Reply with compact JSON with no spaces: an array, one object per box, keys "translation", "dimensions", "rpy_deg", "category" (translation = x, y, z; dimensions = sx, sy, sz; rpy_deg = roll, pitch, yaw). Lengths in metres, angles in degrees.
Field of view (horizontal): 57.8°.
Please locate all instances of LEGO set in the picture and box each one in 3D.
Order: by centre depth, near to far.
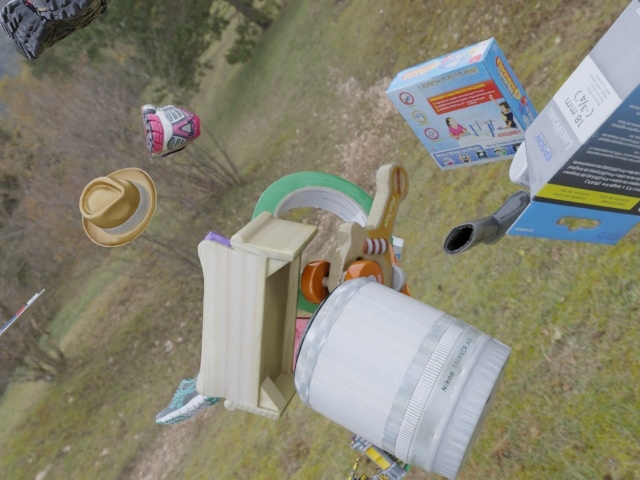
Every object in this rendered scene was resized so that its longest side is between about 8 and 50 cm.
[{"translation":[0.172,0.594,1.736],"dimensions":[0.331,0.192,0.255],"rpy_deg":[-41,-11,-43],"category":"LEGO set"}]

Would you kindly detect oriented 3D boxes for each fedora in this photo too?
[{"translation":[-0.441,-0.080,1.223],"dimensions":[0.194,0.079,0.195],"rpy_deg":[-6,73,19],"category":"fedora"}]

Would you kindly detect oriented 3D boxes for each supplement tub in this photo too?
[{"translation":[0.527,-0.147,1.275],"dimensions":[0.117,0.190,0.117],"rpy_deg":[-157,90,-87],"category":"supplement tub"}]

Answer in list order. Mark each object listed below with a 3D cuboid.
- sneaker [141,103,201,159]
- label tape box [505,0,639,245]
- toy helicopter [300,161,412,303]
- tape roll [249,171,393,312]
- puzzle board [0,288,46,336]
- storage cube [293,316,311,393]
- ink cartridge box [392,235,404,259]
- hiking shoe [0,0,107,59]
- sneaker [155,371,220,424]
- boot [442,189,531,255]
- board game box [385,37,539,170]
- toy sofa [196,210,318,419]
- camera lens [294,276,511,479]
[{"translation":[-0.344,-0.250,1.323],"dimensions":[0.299,0.111,0.121],"rpy_deg":[-141,44,-66],"category":"sneaker"},{"translation":[0.428,-0.143,0.818],"dimensions":[0.334,0.240,0.106],"rpy_deg":[121,145,-44],"category":"label tape box"},{"translation":[0.120,0.010,1.148],"dimensions":[0.140,0.235,0.355],"rpy_deg":[-2,60,43],"category":"toy helicopter"},{"translation":[0.000,0.000,1.276],"dimensions":[0.077,0.320,0.322],"rpy_deg":[122,162,-56],"category":"tape roll"},{"translation":[-0.652,0.163,1.253],"dimensions":[0.096,0.011,0.128],"rpy_deg":[-29,22,49],"category":"puzzle board"},{"translation":[0.001,0.308,1.569],"dimensions":[0.183,0.214,0.193],"rpy_deg":[-4,81,55],"category":"storage cube"},{"translation":[0.158,0.011,1.404],"dimensions":[0.048,0.083,0.028],"rpy_deg":[93,-162,-47],"category":"ink cartridge box"},{"translation":[-0.306,-0.313,0.711],"dimensions":[0.226,0.086,0.114],"rpy_deg":[-16,30,40],"category":"hiking shoe"},{"translation":[-0.282,0.333,1.228],"dimensions":[0.166,0.065,0.076],"rpy_deg":[-31,60,12],"category":"sneaker"},{"translation":[0.399,-0.044,1.376],"dimensions":[0.076,0.208,0.190],"rpy_deg":[51,122,31],"category":"boot"},{"translation":[0.375,-0.334,1.499],"dimensions":[0.308,0.302,0.086],"rpy_deg":[-4,47,50],"category":"board game box"},{"translation":[-0.120,0.137,1.093],"dimensions":[0.150,0.176,0.363],"rpy_deg":[-48,-34,-63],"category":"toy sofa"},{"translation":[0.115,0.196,0.866],"dimensions":[0.274,0.219,0.220],"rpy_deg":[24,80,23],"category":"camera lens"}]
